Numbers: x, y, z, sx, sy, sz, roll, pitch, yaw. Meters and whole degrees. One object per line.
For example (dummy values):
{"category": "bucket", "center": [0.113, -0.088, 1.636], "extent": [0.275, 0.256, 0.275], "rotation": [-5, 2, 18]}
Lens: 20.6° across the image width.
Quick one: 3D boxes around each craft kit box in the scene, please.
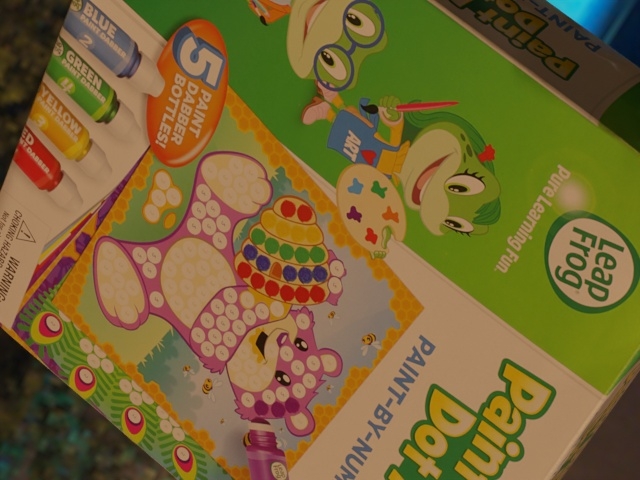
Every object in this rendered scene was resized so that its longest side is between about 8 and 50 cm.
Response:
{"category": "craft kit box", "center": [0.000, 0.000, 0.655], "extent": [0.061, 0.246, 0.250], "rotation": [-37, 160, -51]}
